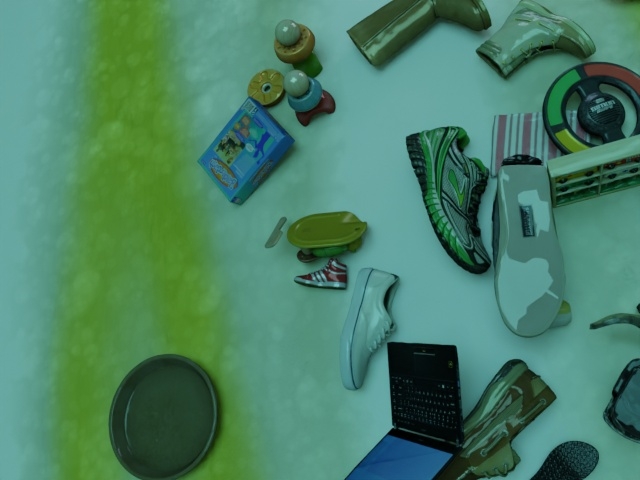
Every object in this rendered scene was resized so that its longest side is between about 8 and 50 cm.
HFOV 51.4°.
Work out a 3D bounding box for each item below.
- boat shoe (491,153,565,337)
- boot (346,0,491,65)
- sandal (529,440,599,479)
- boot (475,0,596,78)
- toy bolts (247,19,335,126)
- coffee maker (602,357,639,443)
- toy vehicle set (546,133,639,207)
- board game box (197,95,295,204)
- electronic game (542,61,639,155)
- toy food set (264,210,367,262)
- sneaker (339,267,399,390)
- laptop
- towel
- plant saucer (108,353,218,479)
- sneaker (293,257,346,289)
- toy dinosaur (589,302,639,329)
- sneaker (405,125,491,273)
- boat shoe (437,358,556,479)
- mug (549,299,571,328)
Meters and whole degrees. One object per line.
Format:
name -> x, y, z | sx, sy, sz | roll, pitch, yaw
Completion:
boat shoe -> 0.390, 0.020, 1.267 | 0.127, 0.158, 0.340 | 2, 76, 12
boot -> 0.226, -0.490, 1.539 | 0.270, 0.089, 0.236 | -35, 54, 7
sandal -> 0.421, 0.422, 1.190 | 0.179, 0.040, 0.067 | -49, 57, 16
boot -> 0.458, -0.409, 1.425 | 0.165, 0.077, 0.213 | -45, 58, 1
toy bolts -> -0.085, -0.388, 1.577 | 0.218, 0.158, 0.228 | -30, 65, 9
coffee maker -> 0.545, 0.251, 1.115 | 0.120, 0.178, 0.171 | 3, 74, 21
toy vehicle set -> 0.564, -0.139, 1.245 | 0.267, 0.166, 0.035 | -16, 68, 16
board game box -> -0.182, -0.214, 1.596 | 0.210, 0.047, 0.160 | -47, 63, 15
electronic game -> 0.559, -0.252, 1.324 | 0.229, 0.048, 0.229 | -1, 75, 4
toy food set -> 0.000, 0.000, 1.470 | 0.218, 0.071, 0.128 | -4, 35, 14
sneaker -> 0.103, 0.179, 1.354 | 0.091, 0.094, 0.258 | 5, 74, 25
laptop -> 0.137, 0.322, 1.200 | 0.137, 0.234, 0.264 | -1, 84, -25
towel -> 0.456, -0.198, 1.385 | 0.197, 0.029, 0.144 | 2, 74, 24
plant saucer -> -0.347, 0.394, 1.484 | 0.278, 0.041, 0.277 | -6, 71, 18
sneaker -> 0.002, 0.070, 1.457 | 0.119, 0.042, 0.067 | 5, 78, 14
toy dinosaur -> 0.613, 0.150, 1.167 | 0.268, 0.064, 0.118 | 17, 41, 10
sneaker -> 0.283, -0.094, 1.355 | 0.146, 0.134, 0.343 | -19, 67, 13
boat shoe -> 0.303, 0.370, 1.203 | 0.120, 0.122, 0.324 | 36, 89, 24
mug -> 0.438, 0.134, 1.256 | 0.064, 0.078, 0.062 | -5, 49, 11
